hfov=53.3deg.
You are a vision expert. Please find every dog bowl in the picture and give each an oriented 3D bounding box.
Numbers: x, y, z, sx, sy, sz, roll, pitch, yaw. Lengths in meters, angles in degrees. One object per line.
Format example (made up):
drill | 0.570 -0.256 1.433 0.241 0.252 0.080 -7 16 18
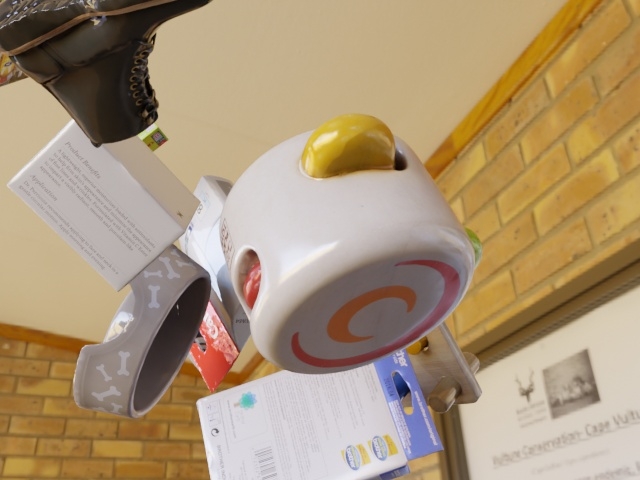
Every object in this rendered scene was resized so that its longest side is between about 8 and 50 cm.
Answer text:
dog bowl | -0.322 0.178 1.217 0.102 0.349 0.349 23 -30 7

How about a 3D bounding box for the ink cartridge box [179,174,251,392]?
ink cartridge box | -0.249 0.098 1.417 0.091 0.308 0.385 9 -58 -45

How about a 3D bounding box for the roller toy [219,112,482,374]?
roller toy | 0.015 0.006 0.535 0.191 0.146 0.209 -36 -36 16

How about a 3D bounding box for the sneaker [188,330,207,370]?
sneaker | -0.335 0.258 1.768 0.126 0.127 0.321 21 -30 40

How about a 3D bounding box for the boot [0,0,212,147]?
boot | -0.138 -0.145 0.496 0.197 0.077 0.137 -4 -39 24

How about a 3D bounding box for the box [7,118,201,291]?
box | -0.263 -0.059 0.817 0.119 0.182 0.181 -41 -77 6

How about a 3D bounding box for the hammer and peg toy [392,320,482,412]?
hammer and peg toy | 0.083 0.188 1.115 0.361 0.127 0.266 -21 -78 47

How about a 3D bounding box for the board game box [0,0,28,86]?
board game box | -0.381 -0.253 0.774 0.030 0.260 0.136 22 -66 -5

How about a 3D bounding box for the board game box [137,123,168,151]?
board game box | -0.395 -0.238 1.307 0.092 0.181 0.043 -40 -34 -4

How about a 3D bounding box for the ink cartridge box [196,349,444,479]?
ink cartridge box | -0.005 0.263 0.886 0.311 0.186 0.065 -21 -36 2
